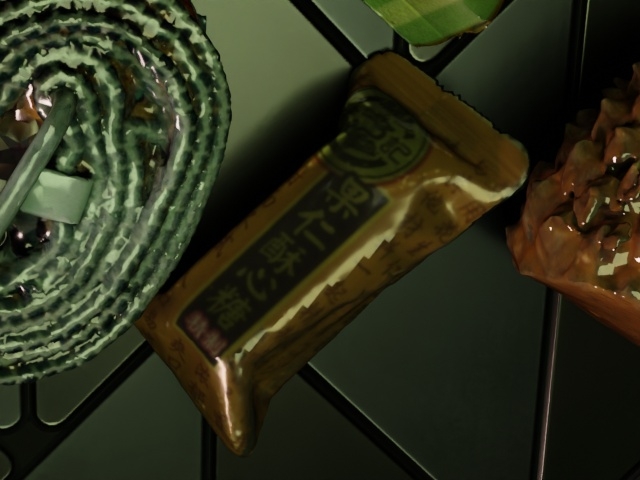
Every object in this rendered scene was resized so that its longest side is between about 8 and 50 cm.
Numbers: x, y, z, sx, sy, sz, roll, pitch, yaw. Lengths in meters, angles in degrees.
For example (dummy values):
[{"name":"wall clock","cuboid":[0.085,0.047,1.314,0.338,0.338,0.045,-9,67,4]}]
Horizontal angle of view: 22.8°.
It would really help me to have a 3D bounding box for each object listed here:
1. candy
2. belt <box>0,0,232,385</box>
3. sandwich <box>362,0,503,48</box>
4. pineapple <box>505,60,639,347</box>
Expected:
[{"name":"candy","cuboid":[0.000,0.000,1.029,0.271,0.101,0.143,-45,70,4]},{"name":"belt","cuboid":[-0.168,-0.057,0.938,0.207,0.160,0.295,34,99,-22]},{"name":"sandwich","cuboid":[0.087,-0.195,1.038,0.074,0.074,0.116,40,63,-22]},{"name":"pineapple","cuboid":[0.291,-0.086,1.035,0.223,0.223,0.357,31,90,-22]}]
